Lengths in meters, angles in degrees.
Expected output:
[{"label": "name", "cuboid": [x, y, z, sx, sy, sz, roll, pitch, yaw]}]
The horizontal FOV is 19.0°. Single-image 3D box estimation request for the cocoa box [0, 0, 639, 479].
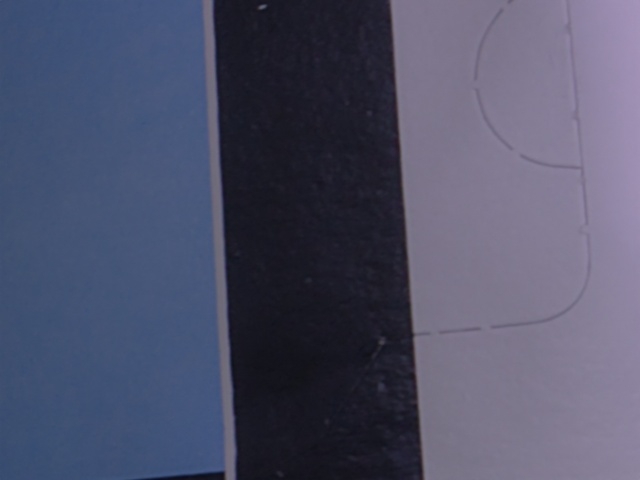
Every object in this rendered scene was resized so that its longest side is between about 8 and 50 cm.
[{"label": "cocoa box", "cuboid": [0.000, 0.000, 0.486, 0.231, 0.228, 0.347, 31, 54, -68]}]
